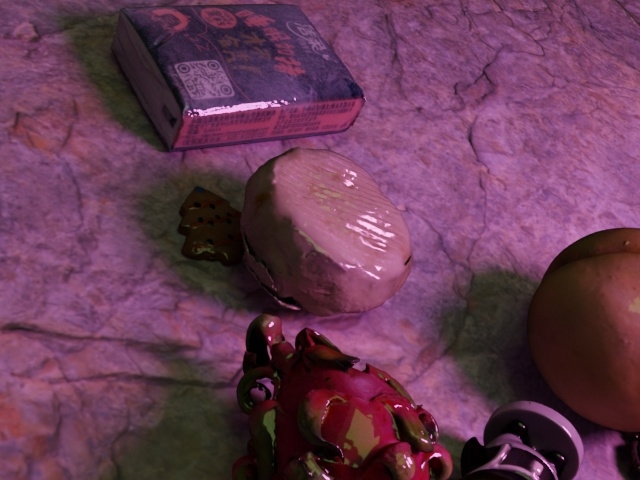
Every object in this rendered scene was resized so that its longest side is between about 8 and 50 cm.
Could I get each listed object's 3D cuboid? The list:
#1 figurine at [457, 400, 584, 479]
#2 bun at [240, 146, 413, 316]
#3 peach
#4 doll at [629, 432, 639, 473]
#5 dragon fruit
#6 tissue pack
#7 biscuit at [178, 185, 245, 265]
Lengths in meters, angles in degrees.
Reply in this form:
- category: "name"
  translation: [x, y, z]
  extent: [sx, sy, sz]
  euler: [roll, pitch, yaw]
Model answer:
- category: "figurine"
  translation: [0.207, 0.297, 1.030]
  extent: [0.176, 0.133, 0.236]
  euler: [36, 39, 11]
- category: "bun"
  translation: [0.000, 0.000, 1.197]
  extent: [0.239, 0.141, 0.239]
  euler: [21, 40, -18]
- category: "peach"
  translation: [0.414, 0.119, 1.239]
  extent: [0.292, 0.247, 0.292]
  euler: [28, 21, -12]
- category: "doll"
  translation: [0.467, 0.303, 1.227]
  extent: [0.139, 0.057, 0.165]
  euler: [4, 43, -22]
- category: "dragon fruit"
  translation: [0.015, 0.208, 0.980]
  extent: [0.218, 0.198, 0.273]
  euler: [-19, 29, -7]
- category: "tissue pack"
  translation: [-0.119, -0.249, 1.401]
  extent: [0.316, 0.103, 0.228]
  euler: [-11, 57, -35]
- category: "biscuit"
  translation: [-0.138, -0.022, 1.230]
  extent: [0.119, 0.019, 0.130]
  euler: [-10, 55, -36]
